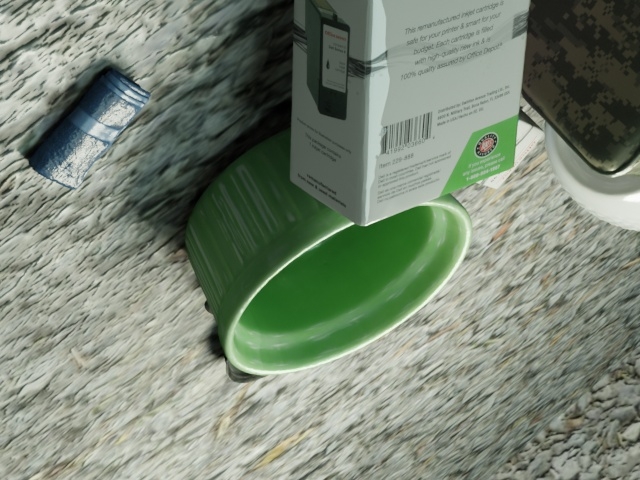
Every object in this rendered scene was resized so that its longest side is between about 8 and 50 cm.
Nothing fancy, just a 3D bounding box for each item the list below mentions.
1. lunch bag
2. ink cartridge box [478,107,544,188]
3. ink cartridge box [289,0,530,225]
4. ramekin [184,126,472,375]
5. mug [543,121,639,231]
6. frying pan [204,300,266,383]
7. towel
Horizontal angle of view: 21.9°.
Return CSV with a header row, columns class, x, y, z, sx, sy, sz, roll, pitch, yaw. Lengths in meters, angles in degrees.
class,x,y,z,sx,sy,sz,roll,pitch,yaw
lunch bag,0.355,-0.232,1.894,0.256,0.305,0.212,-4,137,-53
ink cartridge box,0.225,-0.129,2.156,0.104,0.060,0.180,-51,157,14
ink cartridge box,0.088,-0.189,1.599,0.211,0.121,0.289,-20,127,-33
ramekin,0.000,0.000,1.813,0.303,0.148,0.303,-24,153,-13
mug,0.440,-0.193,2.169,0.328,0.276,0.374,-10,105,-62
frying pan,-0.087,0.108,2.048,0.326,0.053,0.197,-8,138,-52
towel,-0.209,-0.100,1.505,0.119,0.029,0.067,-47,157,7
